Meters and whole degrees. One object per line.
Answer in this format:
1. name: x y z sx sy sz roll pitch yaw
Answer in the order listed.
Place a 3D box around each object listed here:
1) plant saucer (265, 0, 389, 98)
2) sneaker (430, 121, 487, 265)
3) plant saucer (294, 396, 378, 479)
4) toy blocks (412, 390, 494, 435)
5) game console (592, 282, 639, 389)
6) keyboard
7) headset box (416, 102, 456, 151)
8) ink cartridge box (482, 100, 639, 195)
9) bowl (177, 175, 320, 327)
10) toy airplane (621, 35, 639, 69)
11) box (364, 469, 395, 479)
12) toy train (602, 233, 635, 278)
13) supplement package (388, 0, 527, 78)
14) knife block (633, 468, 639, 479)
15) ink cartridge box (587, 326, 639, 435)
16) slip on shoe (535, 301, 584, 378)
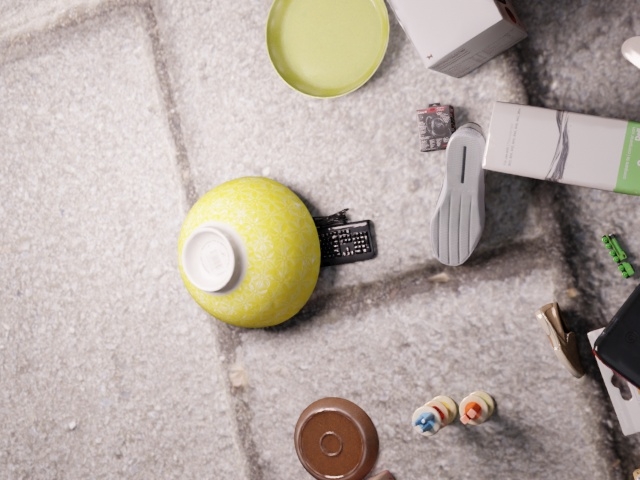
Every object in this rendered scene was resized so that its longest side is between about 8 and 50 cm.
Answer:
1. plant saucer: 0.016 -0.377 2.031 0.241 0.037 0.240 1 94 21
2. sneaker: 0.251 -0.080 1.929 0.094 0.091 0.258 16 119 15
3. plant saucer: 0.024 0.376 2.070 0.168 0.029 0.168 2 94 21
4. toy blocks: 0.225 0.301 1.922 0.123 0.148 0.054 -11 89 22
5. game console: 0.668 0.124 1.723 0.342 0.060 0.386 38 85 16
6. keyboard: 0.000 0.000 2.056 0.192 0.038 0.100 -10 89 21
7. headset box: 0.204 -0.200 1.967 0.062 0.032 0.083 -7 89 21
8. ink cartridge box: 0.418 -0.145 1.796 0.273 0.198 0.114 12 97 20
9. bowl: -0.162 0.029 2.037 0.290 0.156 0.289 3 97 30
10. toy airplane: 0.637 -0.381 1.693 0.384 0.272 0.386 -9 100 59
11. box: 0.056 0.511 1.953 0.149 0.232 0.126 -32 82 19
12. toy train: 0.499 0.025 1.871 0.024 0.017 0.083 -29 82 10
13. supplement package: 0.219 -0.396 1.860 0.149 0.203 0.194 -31 82 20
14. knife block: 0.618 0.525 1.825 0.088 0.242 0.275 -24 39 20
15. ink cartridge box: 0.584 0.199 1.832 0.232 0.066 0.189 -22 85 29
16. slip on shoe: 0.415 0.168 1.895 0.041 0.051 0.135 -34 73 22
